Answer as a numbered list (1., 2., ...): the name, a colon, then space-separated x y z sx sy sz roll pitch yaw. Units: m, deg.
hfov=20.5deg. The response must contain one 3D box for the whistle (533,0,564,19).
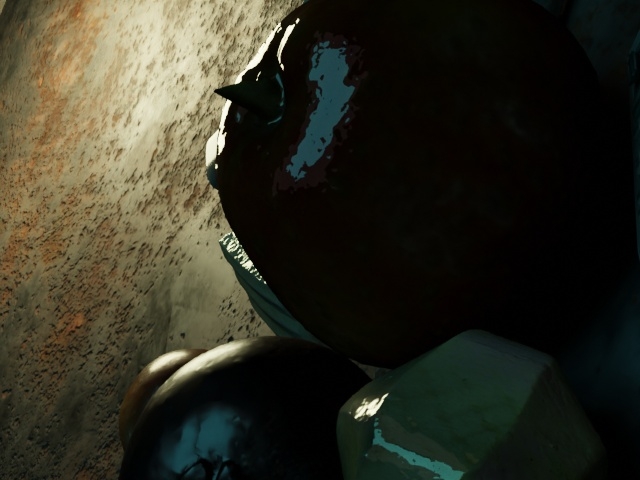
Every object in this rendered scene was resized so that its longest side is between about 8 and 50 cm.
1. whistle: 0.251 -0.314 1.943 0.062 0.062 0.312 -6 64 59

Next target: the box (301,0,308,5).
1. box: 0.117 -0.312 2.036 0.200 0.106 0.299 21 80 45

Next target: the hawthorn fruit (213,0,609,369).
1. hawthorn fruit: 0.067 -0.076 1.731 0.403 0.403 0.403 -40 37 39

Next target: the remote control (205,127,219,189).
1. remote control: -0.033 -0.212 2.374 0.377 0.044 0.107 -44 30 34

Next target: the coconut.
1. coconut: 0.123 0.208 1.579 0.259 0.259 0.259 -40 37 39

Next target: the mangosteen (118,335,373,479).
1. mangosteen: -0.046 0.251 1.782 0.330 0.330 0.330 -40 37 39

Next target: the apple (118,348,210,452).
1. apple: -0.151 0.219 2.097 0.168 0.181 0.181 -24 47 64

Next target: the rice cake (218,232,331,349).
1. rice cake: -0.050 0.072 2.109 0.043 0.127 0.237 -33 24 -10

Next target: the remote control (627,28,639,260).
1. remote control: 0.324 -0.099 1.650 0.103 0.051 0.293 107 168 -51
